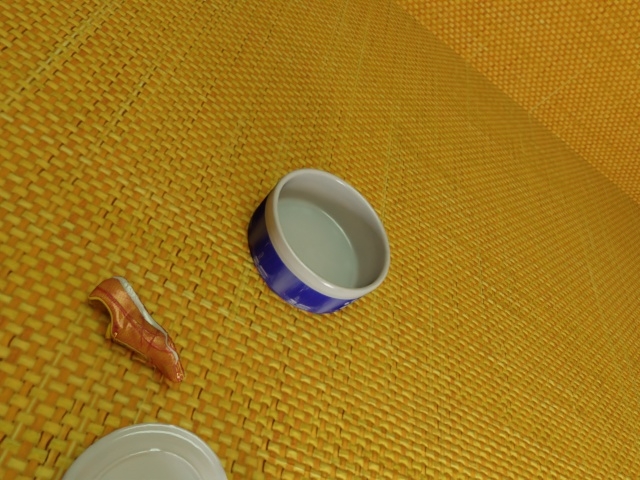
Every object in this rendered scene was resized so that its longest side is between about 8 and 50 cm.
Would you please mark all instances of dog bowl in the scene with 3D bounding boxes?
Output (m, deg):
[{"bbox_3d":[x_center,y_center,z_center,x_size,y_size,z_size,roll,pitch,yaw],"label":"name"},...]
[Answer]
[{"bbox_3d":[0.000,0.000,0.971,0.264,0.104,0.265,22,49,-27],"label":"dog bowl"}]

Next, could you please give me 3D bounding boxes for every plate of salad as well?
[{"bbox_3d":[-0.205,0.315,0.594,0.199,0.048,0.200,6,75,-21],"label":"plate of salad"}]

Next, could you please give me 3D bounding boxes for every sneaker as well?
[{"bbox_3d":[-0.253,0.131,0.706,0.067,0.064,0.175,-39,83,-28],"label":"sneaker"}]
